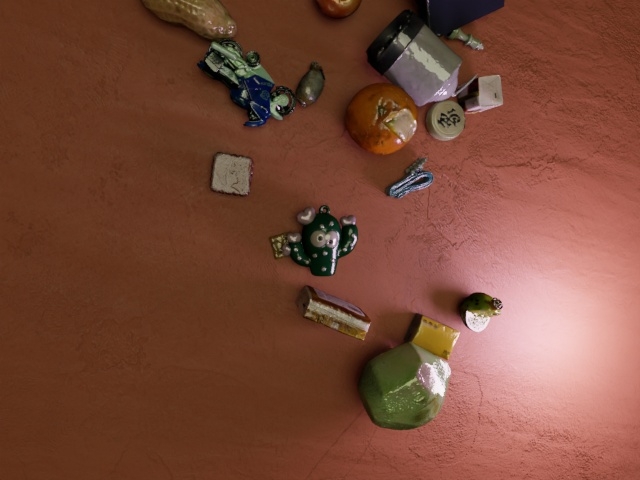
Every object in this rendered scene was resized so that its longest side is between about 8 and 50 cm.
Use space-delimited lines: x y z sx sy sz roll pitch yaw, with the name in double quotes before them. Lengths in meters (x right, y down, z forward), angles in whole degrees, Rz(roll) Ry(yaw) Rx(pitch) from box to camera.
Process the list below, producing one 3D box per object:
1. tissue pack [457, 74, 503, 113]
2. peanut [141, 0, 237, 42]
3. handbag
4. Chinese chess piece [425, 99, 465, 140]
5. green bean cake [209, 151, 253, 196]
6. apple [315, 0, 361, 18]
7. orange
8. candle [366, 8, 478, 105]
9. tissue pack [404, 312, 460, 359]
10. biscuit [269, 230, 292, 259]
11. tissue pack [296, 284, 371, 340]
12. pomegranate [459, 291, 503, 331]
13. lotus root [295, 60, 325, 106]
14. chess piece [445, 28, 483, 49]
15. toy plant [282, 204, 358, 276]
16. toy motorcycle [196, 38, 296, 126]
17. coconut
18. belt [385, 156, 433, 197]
"tissue pack" 0.562 -0.515 1.862 0.099 0.149 0.105 -9 95 -13
"peanut" -0.414 -0.723 1.633 0.325 0.153 0.140 26 53 -21
"handbag" 0.471 -0.876 1.741 0.330 0.121 0.303 -25 141 -4
"Chinese chess piece" 0.449 -0.432 1.888 0.144 0.058 0.144 -1 93 -14
"green bean cake" -0.294 -0.217 1.731 0.136 0.056 0.135 8 93 -13
"apple" 0.059 -0.817 1.740 0.164 0.139 0.163 -3 107 -10
"orange" 0.205 -0.407 1.750 0.240 0.240 0.239 -1 93 -13
"candle" 0.335 -0.588 1.766 0.343 0.221 0.221 40 84 -10
"tissue pack" 0.406 0.350 1.911 0.169 0.082 0.119 25 89 -13
"biscuit" -0.127 0.017 1.803 0.082 0.018 0.083 -15 97 -12
"tissue pack" 0.041 0.238 1.769 0.226 0.183 0.091 22 93 -13
"pomegranate" 0.587 0.245 1.922 0.143 0.122 0.169 10 130 -18
"lotus root" -0.030 -0.522 1.759 0.088 0.088 0.165 26 74 -13
"chess piece" 0.527 -0.725 1.893 0.149 0.059 0.059 22 88 -19
"toy plant" 0.005 -0.001 1.784 0.233 0.112 0.243 24 93 -18
"toy motorcycle" -0.242 -0.495 1.698 0.331 0.125 0.196 39 84 -16
"coconut" 0.295 0.493 1.790 0.329 0.281 0.328 -10 124 -16
"belt" 0.311 -0.216 1.868 0.179 0.065 0.100 -28 109 -11
